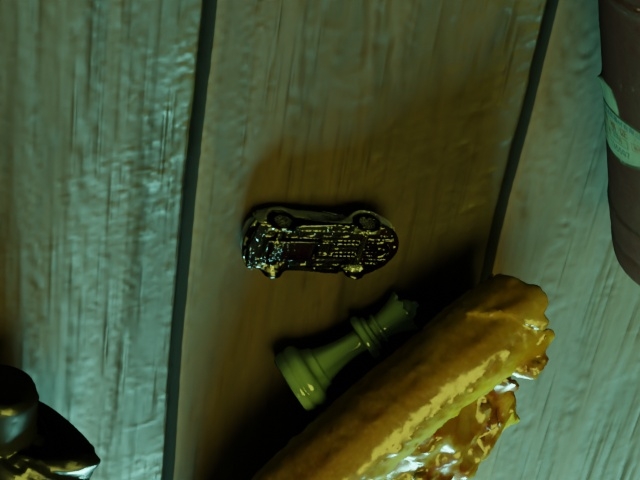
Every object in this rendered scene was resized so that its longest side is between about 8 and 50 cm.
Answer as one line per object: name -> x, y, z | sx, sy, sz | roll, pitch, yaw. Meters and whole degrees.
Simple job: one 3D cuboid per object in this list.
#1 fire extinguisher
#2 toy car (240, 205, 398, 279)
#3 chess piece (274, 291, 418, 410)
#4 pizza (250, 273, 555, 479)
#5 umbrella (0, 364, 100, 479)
fire extinguisher -> 0.182, -0.113, 0.935 | 0.138, 0.102, 0.344 | 5, 140, 18
toy car -> 0.000, 0.000, 1.002 | 0.093, 0.025, 0.041 | 2, 132, -22
chess piece -> 0.020, 0.063, 1.067 | 0.093, 0.042, 0.042 | -33, 137, -3
pizza -> 0.032, 0.155, 1.117 | 0.365, 0.074, 0.182 | -46, 148, 21
umbrella -> -0.200, 0.183, 1.032 | 0.122, 0.110, 0.272 | 17, 130, 6
